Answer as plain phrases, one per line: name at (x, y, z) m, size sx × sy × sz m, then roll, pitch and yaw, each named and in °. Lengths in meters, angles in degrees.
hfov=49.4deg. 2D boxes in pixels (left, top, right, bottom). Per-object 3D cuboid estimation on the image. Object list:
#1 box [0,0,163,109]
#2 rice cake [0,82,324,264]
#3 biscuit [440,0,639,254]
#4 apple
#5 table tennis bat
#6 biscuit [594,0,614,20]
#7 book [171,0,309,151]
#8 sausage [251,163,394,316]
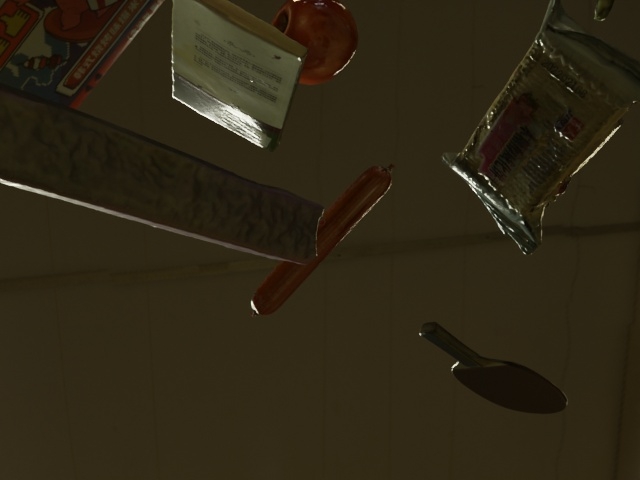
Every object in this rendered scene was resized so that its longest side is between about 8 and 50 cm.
box at (-0.308, -0.345, 0.661) m, size 0.257 × 0.318 × 0.348 m, roll 43°, pitch -83°, yaw 17°
rice cake at (-0.127, -0.042, 0.501) m, size 0.399 × 0.070 × 0.064 m, roll 17°, pitch -87°, yaw -50°
biscuit at (0.276, -0.132, 0.865) m, size 0.079 × 0.309 × 0.186 m, roll -29°, pitch -110°, yaw -37°
apple at (-0.018, -0.346, 1.194) m, size 0.139 × 0.163 × 0.163 m, roll 8°, pitch -82°, yaw -39°
table tennis bat at (0.252, 0.196, 1.041) m, size 0.274 × 0.154 × 0.021 m, roll 36°, pitch -120°, yaw -24°
biscuit at (0.591, -0.587, 1.366) m, size 0.099 × 0.038 × 0.322 m, roll 43°, pitch -117°, yaw -66°
book at (-0.131, -0.244, 1.031) m, size 0.201 × 0.289 × 0.026 m, roll 30°, pitch -113°, yaw -2°
sausage at (0.000, 0.000, 1.164) m, size 0.053 × 0.053 × 0.348 m, roll 40°, pitch -83°, yaw -25°
